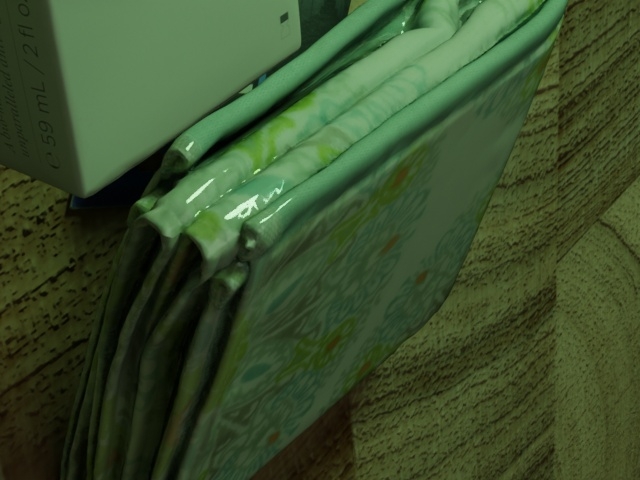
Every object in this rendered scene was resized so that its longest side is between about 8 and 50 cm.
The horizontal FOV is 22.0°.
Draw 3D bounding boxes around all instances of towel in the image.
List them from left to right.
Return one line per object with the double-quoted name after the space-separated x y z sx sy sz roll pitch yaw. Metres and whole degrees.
0.000 0.000 1.015 0.374 0.090 0.320 -37 158 -40 "towel"

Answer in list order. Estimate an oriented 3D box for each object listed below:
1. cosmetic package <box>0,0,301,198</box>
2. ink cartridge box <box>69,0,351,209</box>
-0.143 -0.168 0.627 0.138 0.225 0.224 -39 137 -38 "cosmetic package"
-0.041 -0.170 0.951 0.165 0.065 0.332 -8 115 -57 "ink cartridge box"
